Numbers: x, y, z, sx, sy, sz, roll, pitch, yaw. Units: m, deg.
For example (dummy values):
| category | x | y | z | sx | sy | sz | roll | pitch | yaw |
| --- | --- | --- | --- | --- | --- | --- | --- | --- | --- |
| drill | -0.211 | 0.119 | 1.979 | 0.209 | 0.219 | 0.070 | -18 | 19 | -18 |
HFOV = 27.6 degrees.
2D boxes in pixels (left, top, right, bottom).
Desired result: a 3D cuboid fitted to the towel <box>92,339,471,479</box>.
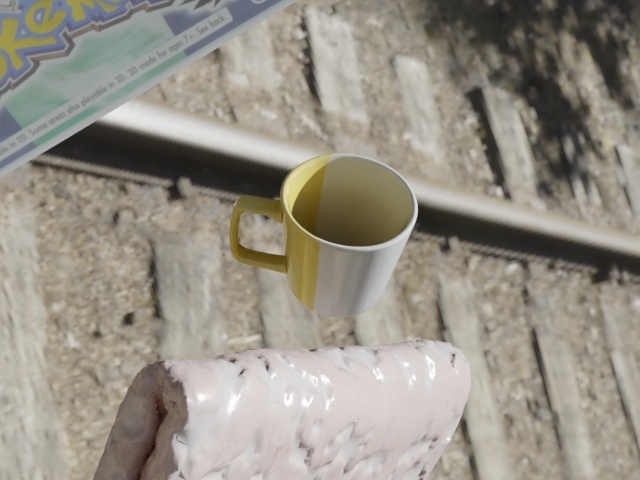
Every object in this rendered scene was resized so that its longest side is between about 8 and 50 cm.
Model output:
| category | x | y | z | sx | sy | sz | roll | pitch | yaw |
| --- | --- | --- | --- | --- | --- | --- | --- | --- | --- |
| towel | -0.042 | 0.203 | 0.703 | 0.332 | 0.053 | 0.317 | 5 | 108 | -64 |

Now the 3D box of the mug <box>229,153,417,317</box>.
| category | x | y | z | sx | sy | sz | roll | pitch | yaw |
| --- | --- | --- | --- | --- | --- | --- | --- | --- | --- |
| mug | 0.004 | -0.001 | 0.612 | 0.062 | 0.078 | 0.064 | -42 | 154 | -36 |

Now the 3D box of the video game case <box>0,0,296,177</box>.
| category | x | y | z | sx | sy | sz | roll | pitch | yaw |
| --- | --- | --- | --- | --- | --- | --- | --- | --- | --- |
| video game case | -0.088 | -0.107 | 0.360 | 0.023 | 0.201 | 0.183 | 59 | 0 | 43 |
